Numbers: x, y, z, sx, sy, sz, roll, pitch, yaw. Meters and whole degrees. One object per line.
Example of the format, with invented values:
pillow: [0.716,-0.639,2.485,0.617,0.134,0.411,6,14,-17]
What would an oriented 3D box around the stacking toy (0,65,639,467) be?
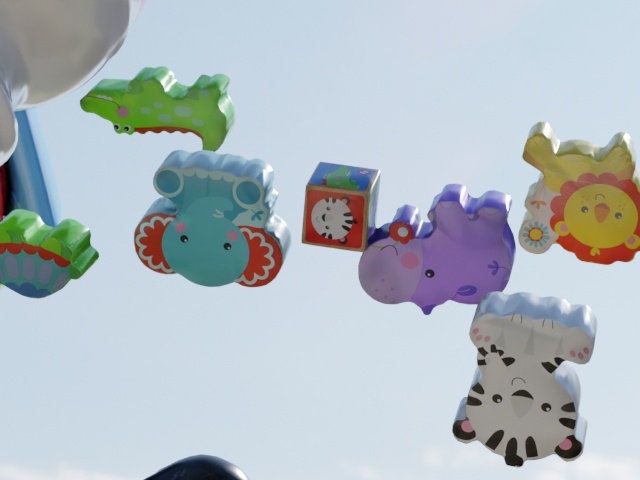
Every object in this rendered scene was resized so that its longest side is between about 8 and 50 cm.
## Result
stacking toy: [0.000,0.000,0.654,0.221,0.052,0.167,9,25,10]

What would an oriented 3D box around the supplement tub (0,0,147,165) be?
supplement tub: [-0.110,-0.163,0.595,0.191,0.272,0.191,26,-21,10]

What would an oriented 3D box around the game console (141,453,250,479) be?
game console: [0.004,0.264,0.904,0.213,0.361,0.044,-26,-18,-10]

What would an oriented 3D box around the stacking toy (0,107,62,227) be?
stacking toy: [-0.326,-0.042,1.175,0.302,0.165,0.175,-20,18,-20]
